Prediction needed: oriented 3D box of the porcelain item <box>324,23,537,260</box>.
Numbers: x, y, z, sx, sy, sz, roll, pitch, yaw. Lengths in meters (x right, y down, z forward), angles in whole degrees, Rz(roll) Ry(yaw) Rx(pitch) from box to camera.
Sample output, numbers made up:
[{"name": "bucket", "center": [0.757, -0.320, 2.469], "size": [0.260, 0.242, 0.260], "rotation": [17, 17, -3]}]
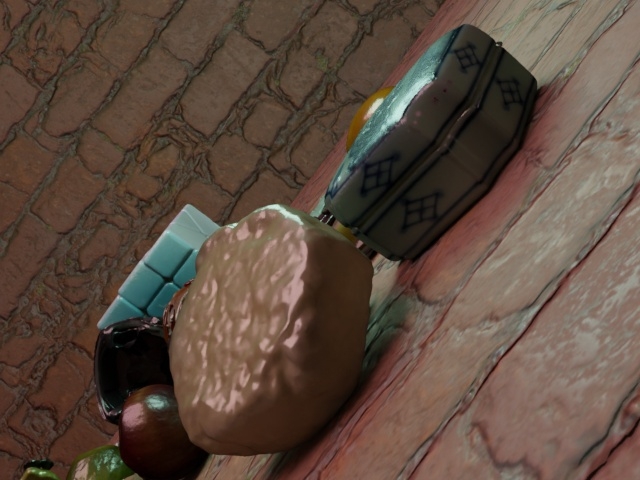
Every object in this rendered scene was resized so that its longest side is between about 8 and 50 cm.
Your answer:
[{"name": "porcelain item", "center": [0.146, -0.135, 1.239], "size": [0.286, 0.157, 0.281], "rotation": [-46, 8, 42]}]

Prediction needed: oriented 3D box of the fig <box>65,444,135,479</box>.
[{"name": "fig", "center": [-0.467, 0.562, 1.948], "size": [0.167, 0.167, 0.233], "rotation": [-44, 47, 53]}]

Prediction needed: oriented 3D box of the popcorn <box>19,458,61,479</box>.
[{"name": "popcorn", "center": [-0.633, 0.678, 2.011], "size": [0.293, 0.293, 0.237], "rotation": [-50, 48, 26]}]

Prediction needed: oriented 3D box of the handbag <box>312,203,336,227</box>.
[{"name": "handbag", "center": [-0.003, -0.002, 1.905], "size": [0.216, 0.074, 0.203], "rotation": [-55, 8, -22]}]

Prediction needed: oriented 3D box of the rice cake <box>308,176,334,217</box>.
[{"name": "rice cake", "center": [0.017, -0.075, 2.202], "size": [0.336, 0.063, 0.066], "rotation": [-55, 15, -27]}]

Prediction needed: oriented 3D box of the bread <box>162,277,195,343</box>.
[{"name": "bread", "center": [-0.212, 0.176, 1.840], "size": [0.224, 0.212, 0.142], "rotation": [-58, 13, -29]}]

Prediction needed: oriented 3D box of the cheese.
[{"name": "cheese", "center": [-0.073, 0.105, 1.132], "size": [0.318, 0.115, 0.326], "rotation": [-54, 35, 14]}]

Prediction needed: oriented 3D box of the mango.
[{"name": "mango", "center": [0.128, -0.217, 1.867], "size": [0.175, 0.139, 0.254], "rotation": [-43, -5, -21]}]

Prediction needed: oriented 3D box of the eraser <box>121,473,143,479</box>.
[{"name": "eraser", "center": [-0.403, 0.566, 1.651], "size": [0.171, 0.087, 0.290], "rotation": [-52, 6, 17]}]

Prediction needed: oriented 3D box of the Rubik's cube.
[{"name": "Rubik's cube", "center": [-0.325, 0.144, 2.308], "size": [0.316, 0.322, 0.319], "rotation": [-50, 8, 11]}]

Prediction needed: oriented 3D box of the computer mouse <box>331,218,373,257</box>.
[{"name": "computer mouse", "center": [0.080, -0.047, 1.599], "size": [0.158, 0.072, 0.310], "rotation": [-50, 6, 9]}]

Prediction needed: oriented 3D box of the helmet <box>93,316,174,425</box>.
[{"name": "helmet", "center": [-0.350, 0.301, 2.048], "size": [0.339, 0.270, 0.197], "rotation": [-3, -1, 34]}]

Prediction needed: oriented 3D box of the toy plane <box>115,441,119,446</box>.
[{"name": "toy plane", "center": [-0.509, 0.556, 2.155], "size": [0.252, 0.118, 0.252], "rotation": [-20, -6, -2]}]

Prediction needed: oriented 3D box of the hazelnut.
[{"name": "hazelnut", "center": [-0.272, 0.341, 1.630], "size": [0.178, 0.178, 0.204], "rotation": [-54, -24, -7]}]
